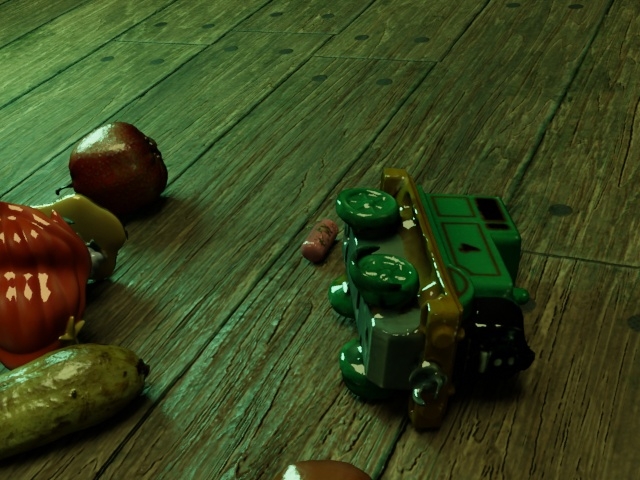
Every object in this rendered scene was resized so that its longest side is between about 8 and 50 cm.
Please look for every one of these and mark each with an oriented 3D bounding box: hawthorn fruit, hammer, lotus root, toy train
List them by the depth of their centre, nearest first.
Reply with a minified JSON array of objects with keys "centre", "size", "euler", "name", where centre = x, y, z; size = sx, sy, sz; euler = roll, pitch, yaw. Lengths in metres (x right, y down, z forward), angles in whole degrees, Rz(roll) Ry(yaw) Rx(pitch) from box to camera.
[{"centre":[-0.334,0.194,1.057],"size":[0.258,0.097,0.110],"euler":[-23,38,-15],"name":"lotus root"},{"centre":[0.144,0.058,1.101],"size":[0.249,0.178,0.429],"euler":[1,32,-6],"name":"toy train"},{"centre":[0.000,0.000,1.332],"size":[0.043,0.043,0.083],"euler":[6,33,21],"name":"hammer"},{"centre":[-0.367,-0.115,1.496],"size":[0.194,0.157,0.157],"euler":[-21,33,-2],"name":"hawthorn fruit"}]

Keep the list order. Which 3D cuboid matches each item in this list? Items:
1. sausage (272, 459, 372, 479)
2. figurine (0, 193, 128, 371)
[{"centre":[-0.003,0.318,0.775],"size":[0.114,0.113,0.259],"euler":[-5,31,6],"name":"sausage"},{"centre":[-0.387,0.043,1.204],"size":[0.181,0.208,0.257],"euler":[24,24,-11],"name":"figurine"}]
